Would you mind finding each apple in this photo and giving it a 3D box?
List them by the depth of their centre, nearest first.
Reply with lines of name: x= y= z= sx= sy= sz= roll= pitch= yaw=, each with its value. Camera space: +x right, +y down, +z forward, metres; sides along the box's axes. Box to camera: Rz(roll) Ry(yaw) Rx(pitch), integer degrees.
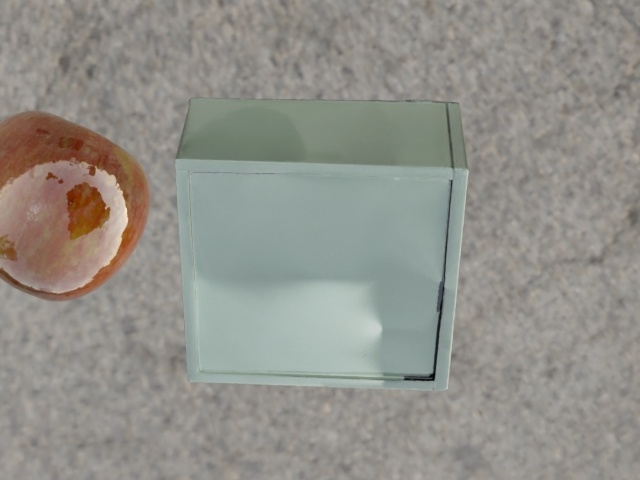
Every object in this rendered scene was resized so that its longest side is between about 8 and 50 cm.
apple: x=-0.273 y=-0.033 z=1.279 sx=0.188 sy=0.188 sz=0.173 roll=32 pitch=82 yaw=-33

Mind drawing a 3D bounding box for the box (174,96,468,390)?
box: x=0.000 y=0.000 z=1.063 sx=0.225 sy=0.117 sz=0.225 roll=2 pitch=125 yaw=1
